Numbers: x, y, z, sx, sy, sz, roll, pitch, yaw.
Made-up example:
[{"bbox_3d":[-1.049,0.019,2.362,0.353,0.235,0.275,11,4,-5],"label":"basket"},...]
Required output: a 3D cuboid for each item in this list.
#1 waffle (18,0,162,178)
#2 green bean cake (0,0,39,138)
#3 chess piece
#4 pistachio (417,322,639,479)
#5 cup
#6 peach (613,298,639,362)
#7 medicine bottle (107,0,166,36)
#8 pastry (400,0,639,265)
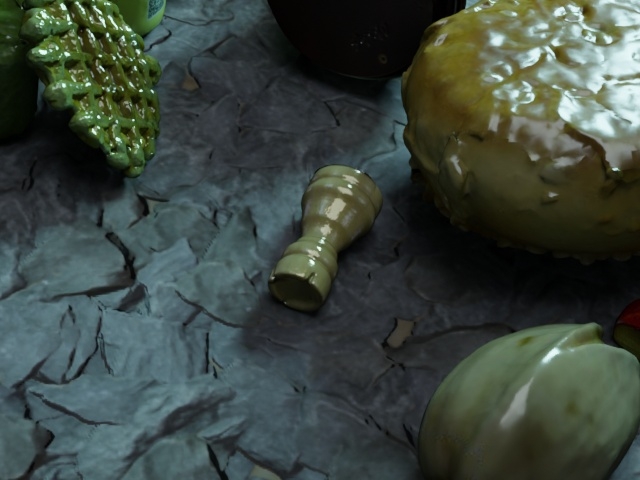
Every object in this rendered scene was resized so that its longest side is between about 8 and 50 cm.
[{"bbox_3d":[-0.190,-0.148,1.424,0.036,0.183,0.169,-22,43,23],"label":"waffle"},{"bbox_3d":[-0.377,-0.179,1.433,0.248,0.125,0.222,-14,52,-22],"label":"green bean cake"},{"bbox_3d":[0.000,0.000,1.389,0.066,0.066,0.122,22,53,10],"label":"chess piece"},{"bbox_3d":[0.160,0.132,1.245,0.138,0.153,0.238,45,28,15],"label":"pistachio"},{"bbox_3d":[0.072,-0.281,1.585,0.196,0.196,0.279,23,38,10],"label":"cup"},{"bbox_3d":[0.280,0.081,1.375,0.077,0.050,0.083,6,51,-4],"label":"peach"},{"bbox_3d":[-0.189,-0.301,1.505,0.124,0.239,0.124,5,44,-5],"label":"medicine bottle"},{"bbox_3d":[0.218,-0.089,1.424,0.316,0.184,0.284,-18,46,-20],"label":"pastry"}]
